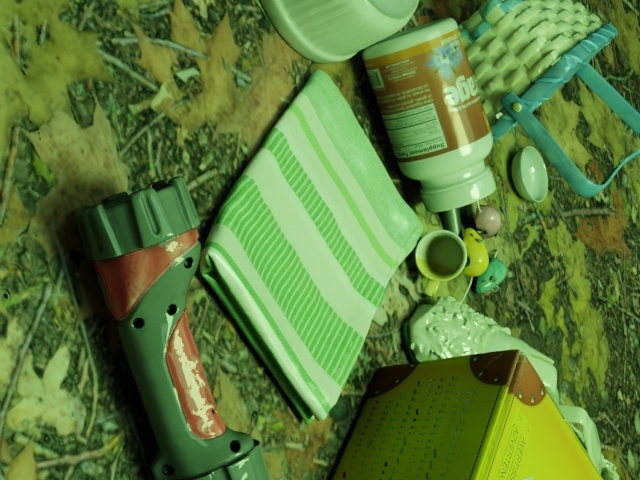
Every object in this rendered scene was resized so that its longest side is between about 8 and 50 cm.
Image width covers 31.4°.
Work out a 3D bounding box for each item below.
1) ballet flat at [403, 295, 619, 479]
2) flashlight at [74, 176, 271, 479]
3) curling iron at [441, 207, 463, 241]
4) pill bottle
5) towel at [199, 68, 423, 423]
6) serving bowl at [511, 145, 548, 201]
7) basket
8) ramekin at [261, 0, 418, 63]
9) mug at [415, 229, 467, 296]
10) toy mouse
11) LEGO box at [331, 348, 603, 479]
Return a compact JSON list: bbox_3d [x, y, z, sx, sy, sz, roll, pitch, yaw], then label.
[{"bbox_3d":[0.261,0.207,1.437,0.409,0.147,0.147,51,44,-31],"label":"ballet flat"},{"bbox_3d":[-0.118,0.101,0.990,0.103,0.103,0.304,-31,104,-55],"label":"flashlight"},{"bbox_3d":[0.160,-0.119,1.473,0.068,0.035,0.273,-6,85,-54],"label":"curling iron"},{"bbox_3d":[0.138,-0.150,1.380,0.121,0.121,0.216,-35,109,-51],"label":"pill bottle"},{"bbox_3d":[0.000,0.000,1.227,0.247,0.038,0.324,57,41,-25],"label":"towel"},{"bbox_3d":[0.300,-0.095,1.659,0.083,0.027,0.083,18,67,-50],"label":"serving bowl"},{"bbox_3d":[0.317,-0.205,1.542,0.289,0.201,0.255,47,37,9],"label":"basket"},{"bbox_3d":[0.025,-0.312,1.287,0.207,0.109,0.207,19,66,-49],"label":"ramekin"},{"bbox_3d":[0.145,0.024,1.401,0.062,0.078,0.064,52,9,8],"label":"mug"},{"bbox_3d":[0.224,0.012,1.506,0.143,0.031,0.161,12,80,-62],"label":"toy mouse"},{"bbox_3d":[0.145,0.421,1.169,0.372,0.193,0.500,56,42,-27],"label":"LEGO box"}]
